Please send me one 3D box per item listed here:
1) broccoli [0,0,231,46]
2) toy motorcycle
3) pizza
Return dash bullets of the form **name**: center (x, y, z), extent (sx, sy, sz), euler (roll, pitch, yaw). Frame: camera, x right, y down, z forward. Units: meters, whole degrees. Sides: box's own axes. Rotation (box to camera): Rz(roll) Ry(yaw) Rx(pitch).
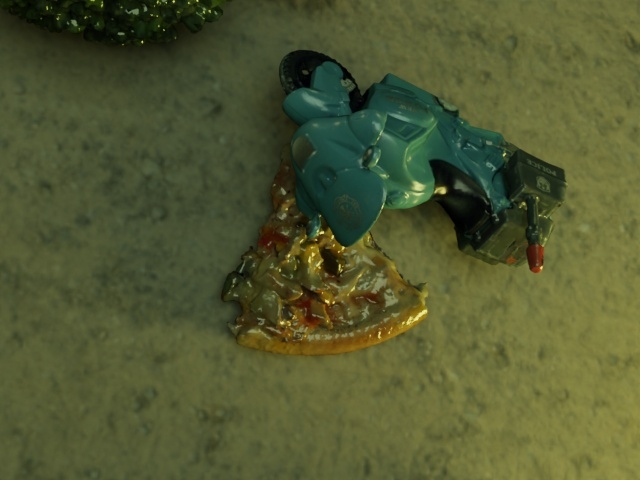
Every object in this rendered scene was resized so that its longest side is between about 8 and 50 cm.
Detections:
- **broccoli**: center (-0.196, -0.287, 0.908), extent (0.288, 0.248, 0.245), euler (44, 58, -48)
- **toy motorcycle**: center (0.083, -0.055, 0.953), extent (0.272, 0.123, 0.182), euler (23, 45, -18)
- **pizza**: center (0.000, 0.000, 0.983), extent (0.185, 0.052, 0.195), euler (-8, 80, -18)
